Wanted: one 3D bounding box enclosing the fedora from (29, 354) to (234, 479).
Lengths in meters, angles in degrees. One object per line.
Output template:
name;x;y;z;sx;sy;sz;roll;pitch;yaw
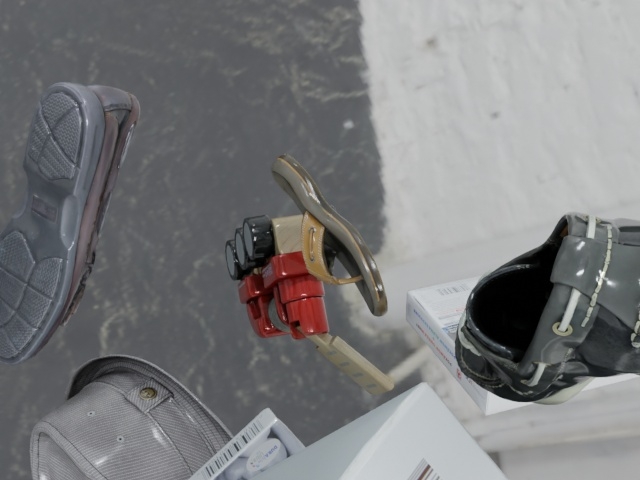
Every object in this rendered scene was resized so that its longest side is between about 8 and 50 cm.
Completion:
fedora;-0.204;0.252;1.283;0.275;0.244;0.124;39;40;23

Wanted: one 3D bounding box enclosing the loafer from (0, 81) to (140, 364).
loafer;-0.248;-0.012;1.214;0.095;0.109;0.303;-11;129;-52

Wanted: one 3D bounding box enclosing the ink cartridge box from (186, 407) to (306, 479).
ink cartridge box;-0.049;0.276;0.980;0.206;0.045;0.208;-42;106;-5

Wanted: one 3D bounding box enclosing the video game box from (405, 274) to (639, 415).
video game box;0.223;0.098;1.330;0.205;0.187;0.048;-11;120;-19

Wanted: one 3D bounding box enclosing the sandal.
sandal;0.000;0.000;1.286;0.060;0.090;0.219;-32;65;-10

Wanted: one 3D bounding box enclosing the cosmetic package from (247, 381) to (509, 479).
cosmetic package;0.060;0.279;0.583;0.377;0.284;0.097;51;42;-3

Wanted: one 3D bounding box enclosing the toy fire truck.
toy fire truck;-0.015;0.093;1.627;0.158;0.217;0.246;-8;80;-16

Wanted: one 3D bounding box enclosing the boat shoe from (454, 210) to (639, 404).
boat shoe;0.103;0.031;0.584;0.079;0.233;0.084;11;79;-10
